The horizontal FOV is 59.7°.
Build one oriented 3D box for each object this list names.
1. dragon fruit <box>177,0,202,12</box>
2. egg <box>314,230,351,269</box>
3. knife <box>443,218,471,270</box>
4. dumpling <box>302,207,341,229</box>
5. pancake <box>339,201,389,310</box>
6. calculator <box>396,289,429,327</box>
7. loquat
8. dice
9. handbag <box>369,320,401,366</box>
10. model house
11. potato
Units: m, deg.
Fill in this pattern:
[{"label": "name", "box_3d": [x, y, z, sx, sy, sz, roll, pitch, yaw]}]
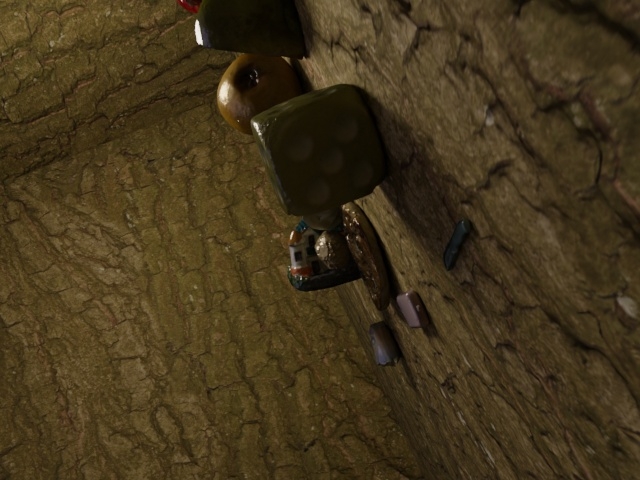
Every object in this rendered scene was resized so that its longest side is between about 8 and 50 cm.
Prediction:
[{"label": "dragon fruit", "box_3d": [-0.348, -0.828, 1.709, 0.342, 0.278, 0.277, -126, 14, -59]}, {"label": "egg", "box_3d": [0.040, 0.030, 1.841, 0.140, 0.116, 0.118, 67, 154, 19]}, {"label": "knife", "box_3d": [0.227, 0.010, 0.943, 0.028, 0.015, 0.210, 59, 173, 20]}, {"label": "dumpling", "box_3d": [0.003, -0.125, 1.784, 0.126, 0.166, 0.215, 35, 161, 17]}, {"label": "pancake", "box_3d": [0.135, 0.040, 1.713, 0.356, 0.065, 0.355, 158, 90, -83]}, {"label": "calculator", "box_3d": [0.238, 0.179, 1.441, 0.175, 0.032, 0.100, 105, 141, -81]}, {"label": "loquat", "box_3d": [-0.185, -0.445, 1.735, 0.275, 0.275, 0.274, 157, 90, -85]}, {"label": "dice", "box_3d": [-0.009, -0.197, 1.210, 0.238, 0.233, 0.226, -130, 19, -71]}, {"label": "handbag", "box_3d": [0.233, 0.390, 2.059, 0.117, 0.095, 0.173, 72, 176, -71]}, {"label": "model house", "box_3d": [0.000, 0.000, 1.971, 0.190, 0.272, 0.300, -132, 31, -75]}, {"label": "potato", "box_3d": [-0.191, -0.543, 1.410, 0.112, 0.255, 0.269, -120, 9, -61]}]
